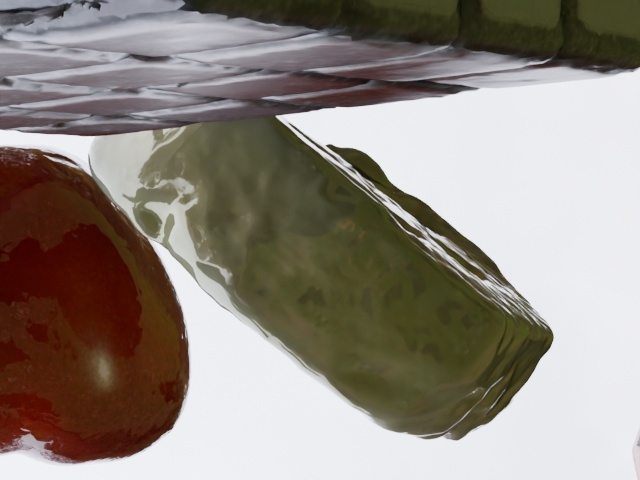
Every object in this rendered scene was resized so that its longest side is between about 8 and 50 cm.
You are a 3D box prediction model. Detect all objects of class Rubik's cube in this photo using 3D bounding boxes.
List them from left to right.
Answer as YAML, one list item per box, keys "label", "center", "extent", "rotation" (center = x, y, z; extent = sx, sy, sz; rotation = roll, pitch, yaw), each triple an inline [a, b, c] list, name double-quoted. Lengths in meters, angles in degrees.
- label: "Rubik's cube"
  center: [-0.086, -0.225, 0.822]
  extent: [0.343, 0.344, 0.337]
  rotation: [-1, -91, -58]

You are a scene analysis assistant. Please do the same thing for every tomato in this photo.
- label: "tomato"
  center: [-0.232, 0.042, 1.421]
  extent: [0.298, 0.298, 0.226]
  rotation: [-3, -81, -56]

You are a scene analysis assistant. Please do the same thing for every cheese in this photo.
- label: "cheese"
  center: [0.000, 0.000, 1.273]
  extent: [0.326, 0.318, 0.115]
  rotation: [38, -84, -25]

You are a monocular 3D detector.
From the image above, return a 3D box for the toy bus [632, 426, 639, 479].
- label: "toy bus"
  center: [0.383, 0.234, 1.857]
  extent: [0.329, 0.153, 0.143]
  rotation: [-80, 10, -74]
